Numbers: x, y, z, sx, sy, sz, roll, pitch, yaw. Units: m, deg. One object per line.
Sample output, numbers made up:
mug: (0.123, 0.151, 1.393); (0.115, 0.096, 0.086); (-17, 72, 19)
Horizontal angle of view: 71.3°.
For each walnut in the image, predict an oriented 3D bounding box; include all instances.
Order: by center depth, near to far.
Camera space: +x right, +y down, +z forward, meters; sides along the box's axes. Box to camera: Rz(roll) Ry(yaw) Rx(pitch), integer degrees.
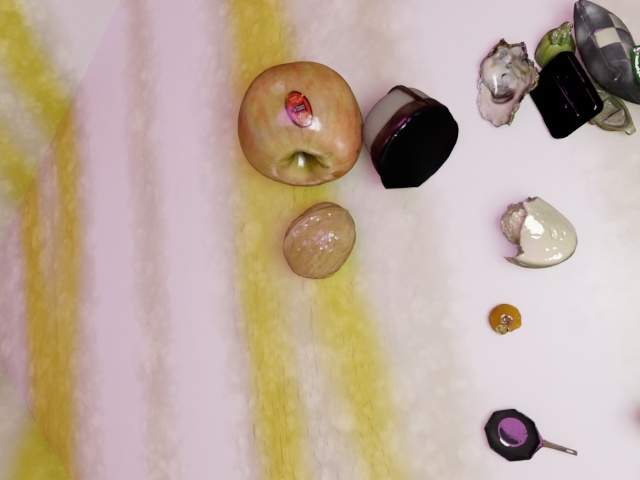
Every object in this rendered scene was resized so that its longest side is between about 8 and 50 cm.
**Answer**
walnut: (0.000, 0.000, 1.402); (0.261, 0.225, 0.225); (-46, 67, 17)

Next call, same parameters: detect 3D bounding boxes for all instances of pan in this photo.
pan: (0.532, 0.523, 1.155); (0.202, 0.048, 0.128); (32, 101, 28)

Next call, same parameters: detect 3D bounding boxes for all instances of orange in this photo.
orange: (0.496, 0.211, 1.201); (0.086, 0.062, 0.086); (-5, 79, 27)

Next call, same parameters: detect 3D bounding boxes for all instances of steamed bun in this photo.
steamed bun: (0.526, -0.014, 1.117); (0.170, 0.225, 0.200); (-44, 69, 16)

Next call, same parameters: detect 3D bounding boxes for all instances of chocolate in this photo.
chocolate: (0.240, -0.307, 1.298); (0.284, 0.283, 0.186); (-50, 50, 14)

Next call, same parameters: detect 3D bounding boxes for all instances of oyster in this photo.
oyster: (0.514, -0.433, 1.235); (0.214, 0.083, 0.223); (-116, 35, -55)

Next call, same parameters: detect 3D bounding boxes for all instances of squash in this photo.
squash: (0.620, -0.524, 1.176); (0.105, 0.132, 0.105); (-3, 83, 25)

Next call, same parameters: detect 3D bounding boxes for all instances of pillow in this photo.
pillow: (0.701, -0.452, 1.084); (0.106, 0.186, 0.250); (-30, 59, 45)

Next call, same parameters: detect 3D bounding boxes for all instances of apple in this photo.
apple: (-0.065, -0.360, 1.384); (0.391, 0.391, 0.347); (-17, 59, 25)

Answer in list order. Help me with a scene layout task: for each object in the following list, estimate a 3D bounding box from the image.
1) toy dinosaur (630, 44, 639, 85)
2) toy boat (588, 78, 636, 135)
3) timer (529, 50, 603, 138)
toy dinosaur: (0.770, -0.187, 1.016); (0.300, 0.087, 0.447); (20, 110, 11)
toy boat: (0.727, -0.333, 1.135); (0.089, 0.071, 0.185); (-37, 70, 18)
timer: (0.627, -0.375, 1.161); (0.144, 0.055, 0.187); (128, 126, -62)
